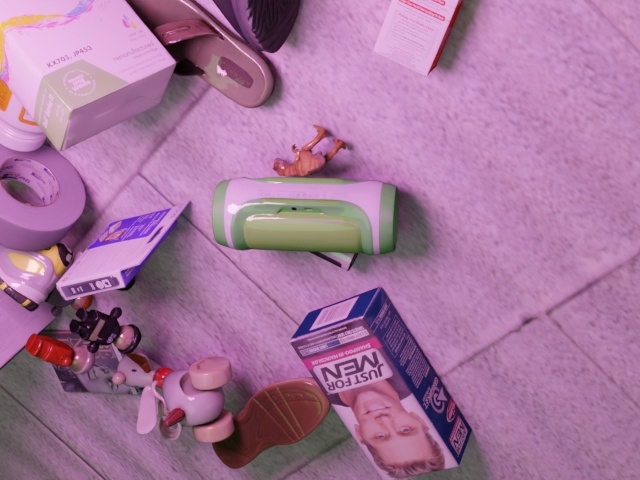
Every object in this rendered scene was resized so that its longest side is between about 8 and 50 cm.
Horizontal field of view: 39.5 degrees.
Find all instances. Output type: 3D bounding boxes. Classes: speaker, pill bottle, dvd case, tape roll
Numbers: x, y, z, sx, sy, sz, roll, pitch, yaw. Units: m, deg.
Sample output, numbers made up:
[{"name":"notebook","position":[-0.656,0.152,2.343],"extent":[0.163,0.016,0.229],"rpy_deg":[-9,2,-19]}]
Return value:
[{"name":"speaker","position":[0.000,0.000,1.559],"extent":[0.136,0.055,0.055],"rpy_deg":[27,126,7]},{"name":"pill bottle","position":[-0.500,-0.277,1.565],"extent":[0.136,0.136,0.245],"rpy_deg":[37,127,0]},{"name":"dvd case","position":[-0.511,0.270,1.975],"extent":[0.221,0.018,0.164],"rpy_deg":[-4,117,26]},{"name":"tape roll","position":[-0.553,-0.089,1.651],"extent":[0.219,0.219,0.072],"rpy_deg":[42,127,-4]},{"name":"speaker","position":[-0.023,-0.041,1.471],"extent":[0.297,0.131,0.131],"rpy_deg":[2,121,9]}]

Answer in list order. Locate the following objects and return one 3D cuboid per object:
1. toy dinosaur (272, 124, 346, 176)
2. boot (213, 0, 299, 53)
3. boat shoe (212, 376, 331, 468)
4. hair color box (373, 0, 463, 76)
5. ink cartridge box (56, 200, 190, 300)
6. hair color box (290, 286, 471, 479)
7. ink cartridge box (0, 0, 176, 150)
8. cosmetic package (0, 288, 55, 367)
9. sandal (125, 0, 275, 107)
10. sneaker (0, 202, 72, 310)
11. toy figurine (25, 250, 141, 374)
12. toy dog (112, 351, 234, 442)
[{"name":"toy dinosaur","position":[-0.009,-0.128,1.440],"extent":[0.064,0.112,0.211],"rpy_deg":[41,165,-18]},{"name":"boot","position":[-0.266,-0.474,1.317],"extent":[0.445,0.146,0.367],"rpy_deg":[21,156,23]},{"name":"boat shoe","position":[-0.087,0.345,1.775],"extent":[0.341,0.110,0.121],"rpy_deg":[-35,86,39]},{"name":"hair color box","position":[0.150,-0.335,1.289],"extent":[0.093,0.053,0.167],"rpy_deg":[28,128,8]},{"name":"ink cartridge box","position":[-0.352,0.018,1.634],"extent":[0.208,0.206,0.045],"rpy_deg":[-13,119,31]},{"name":"hair color box","position":[0.114,0.271,1.640],"extent":[0.174,0.105,0.347],"rpy_deg":[-23,108,33]},{"name":"ink cartridge box","position":[-0.421,-0.339,1.395],"extent":[0.353,0.207,0.119],"rpy_deg":[50,146,8]},{"name":"cosmetic package","position":[-0.753,0.166,1.797],"extent":[0.284,0.377,0.097],"rpy_deg":[46,126,-6]},{"name":"sandal","position":[-0.212,-0.314,1.441],"extent":[0.303,0.086,0.120],"rpy_deg":[31,126,8]},{"name":"sneaker","position":[-0.632,-0.021,1.773],"extent":[0.385,0.147,0.145],"rpy_deg":[41,168,23]},{"name":"toy figurine","position":[-0.461,0.143,1.759],"extent":[0.213,0.209,0.148],"rpy_deg":[-28,143,29]},{"name":"toy dog","position":[-0.314,0.312,1.769],"extent":[0.334,0.161,0.220],"rpy_deg":[-19,91,44]}]
